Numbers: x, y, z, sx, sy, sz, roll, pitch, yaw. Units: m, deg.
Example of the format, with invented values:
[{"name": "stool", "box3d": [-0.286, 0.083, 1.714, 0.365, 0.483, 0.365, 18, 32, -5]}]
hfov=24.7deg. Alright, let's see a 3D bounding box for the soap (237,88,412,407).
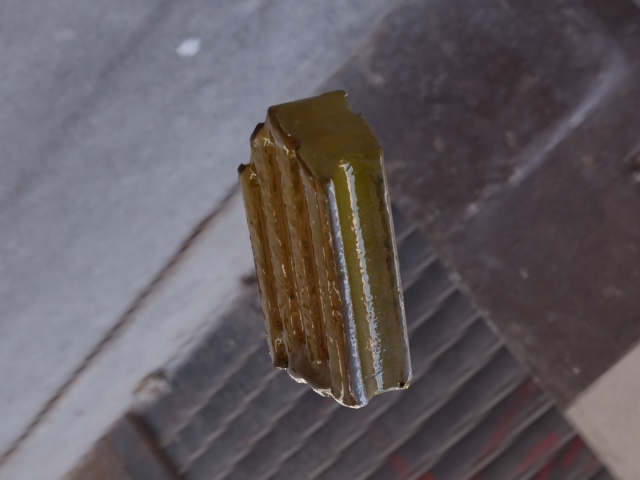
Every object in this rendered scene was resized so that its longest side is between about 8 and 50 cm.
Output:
[{"name": "soap", "box3d": [0.000, 0.000, 1.273, 0.080, 0.160, 0.258, -17, 110, -27]}]
